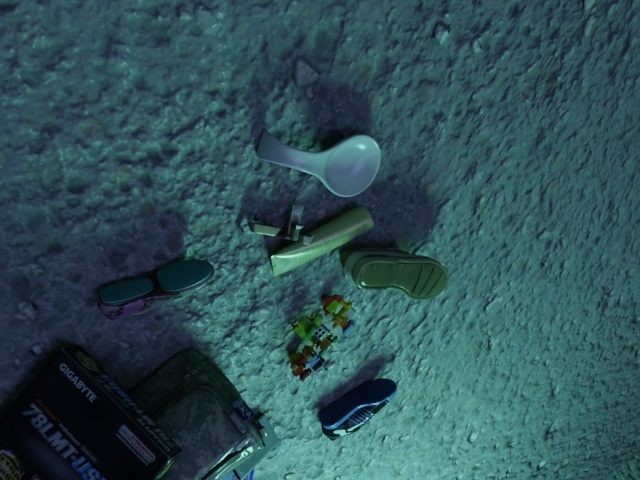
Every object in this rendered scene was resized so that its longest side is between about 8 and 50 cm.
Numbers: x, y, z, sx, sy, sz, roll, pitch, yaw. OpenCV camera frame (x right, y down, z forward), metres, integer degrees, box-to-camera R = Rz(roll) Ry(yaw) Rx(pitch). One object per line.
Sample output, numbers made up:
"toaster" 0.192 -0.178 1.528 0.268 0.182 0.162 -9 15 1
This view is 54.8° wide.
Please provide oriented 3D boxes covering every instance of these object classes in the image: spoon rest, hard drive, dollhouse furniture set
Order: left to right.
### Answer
"hard drive" -0.169 0.500 1.499 0.135 0.022 0.094 -39 116 -33
"dollhouse furniture set" -0.078 -0.045 1.244 0.114 0.091 0.081 9 96 -34
"spoon rest" 0.012 -0.157 1.226 0.276 0.084 0.137 5 114 -35

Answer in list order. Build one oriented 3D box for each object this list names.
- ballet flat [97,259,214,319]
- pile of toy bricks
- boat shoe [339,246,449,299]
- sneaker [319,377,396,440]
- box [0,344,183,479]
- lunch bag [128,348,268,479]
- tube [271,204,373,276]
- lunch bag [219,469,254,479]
"ballet flat" -0.310 0.096 1.179 0.221 0.077 0.079 -18 144 -19
"pile of toy bricks" -0.020 0.216 1.431 0.105 0.118 0.212 40 102 -10
"boat shoe" 0.180 0.065 1.458 0.302 0.103 0.113 14 109 -38
"sneaker" 0.106 0.458 1.670 0.232 0.081 0.090 -25 131 -11
"box" -0.453 0.397 1.125 0.293 0.295 0.073 -49 170 3
"lunch bag" -0.278 0.412 1.260 0.305 0.256 0.212 -38 132 -9
"tube" 0.000 0.000 1.331 0.240 0.062 0.070 -29 112 -14
"lunch bag" -0.286 0.623 1.483 0.221 0.138 0.293 16 98 -36
